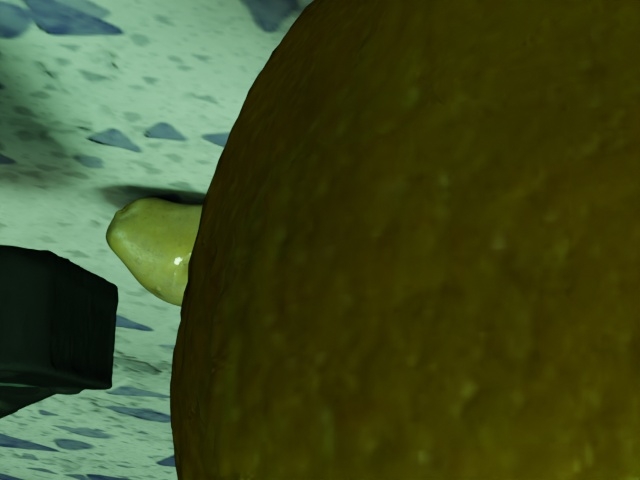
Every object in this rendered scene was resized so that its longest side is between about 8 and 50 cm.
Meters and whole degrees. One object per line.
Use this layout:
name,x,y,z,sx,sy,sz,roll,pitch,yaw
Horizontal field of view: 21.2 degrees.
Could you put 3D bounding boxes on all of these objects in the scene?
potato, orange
potato,-0.068,0.005,0.886,0.083,0.062,0.068,32,144,0
orange,0.138,0.036,0.467,0.357,0.322,0.322,-7,156,26

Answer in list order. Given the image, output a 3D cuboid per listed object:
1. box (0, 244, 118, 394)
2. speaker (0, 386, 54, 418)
box,-0.273,0.029,0.743,0.350,0.058,0.211,4,174,4
speaker,-0.230,0.086,1.201,0.082,0.044,0.218,19,159,-26
